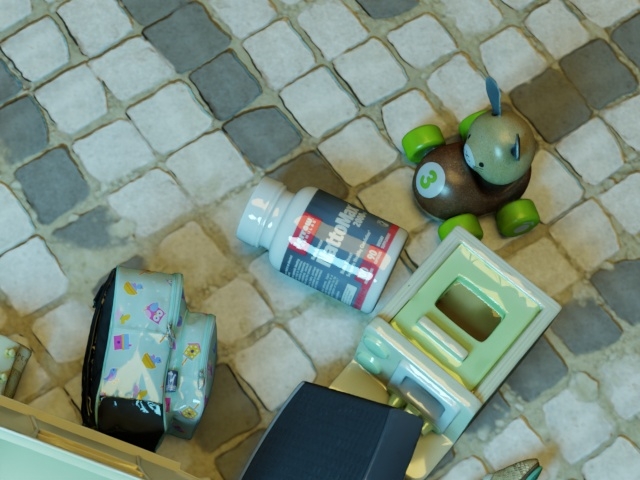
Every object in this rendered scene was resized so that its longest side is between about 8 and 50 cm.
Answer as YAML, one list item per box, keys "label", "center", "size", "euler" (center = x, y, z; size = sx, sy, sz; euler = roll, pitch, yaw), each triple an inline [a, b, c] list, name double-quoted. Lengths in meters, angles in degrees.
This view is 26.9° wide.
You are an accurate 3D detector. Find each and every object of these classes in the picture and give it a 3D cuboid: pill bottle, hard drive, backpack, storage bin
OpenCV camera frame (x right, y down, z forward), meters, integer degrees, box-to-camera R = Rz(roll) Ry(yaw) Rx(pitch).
- label: "pill bottle"
  center: [0.000, 0.000, 1.540]
  size: [0.180, 0.108, 0.108]
  euler: [25, 66, 4]
- label: "hard drive"
  center: [-0.014, 0.271, 1.398]
  size: [0.172, 0.054, 0.255]
  euler: [13, 65, 38]
- label: "backpack"
  center: [-0.183, 0.123, 1.429]
  size: [0.144, 0.166, 0.188]
  euler: [0, 69, -9]
- label: "storage bin"
  center: [-0.266, 0.314, 1.277]
  size: [0.260, 0.123, 0.262]
  euler: [23, 93, -14]

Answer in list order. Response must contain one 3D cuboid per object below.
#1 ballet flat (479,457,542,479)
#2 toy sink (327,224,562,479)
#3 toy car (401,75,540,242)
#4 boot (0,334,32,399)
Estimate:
- label: "ballet flat"
  center: [0.164, 0.305, 1.449]
  size: [0.067, 0.073, 0.206]
  euler: [29, 61, 22]
- label: "toy sink"
  center: [0.131, 0.126, 1.487]
  size: [0.153, 0.131, 0.234]
  euler: [40, 68, 11]
- label: "toy car"
  center: [0.191, -0.101, 1.563]
  size: [0.148, 0.188, 0.155]
  euler: [-15, 69, -13]
- label: "boot"
  center: [-0.340, 0.207, 1.415]
  size: [0.261, 0.095, 0.203]
  euler: [20, 64, 5]
